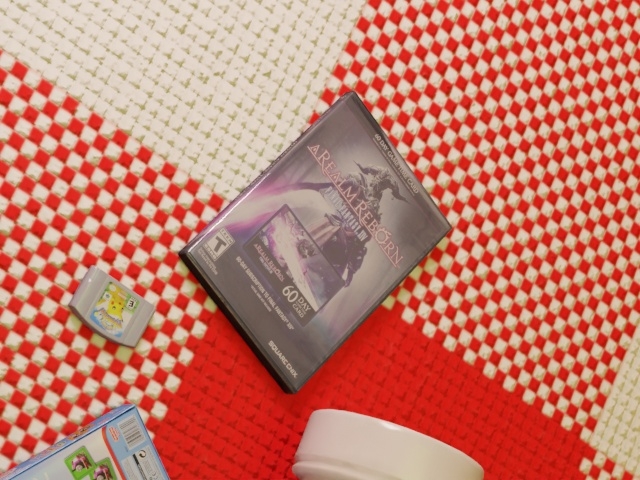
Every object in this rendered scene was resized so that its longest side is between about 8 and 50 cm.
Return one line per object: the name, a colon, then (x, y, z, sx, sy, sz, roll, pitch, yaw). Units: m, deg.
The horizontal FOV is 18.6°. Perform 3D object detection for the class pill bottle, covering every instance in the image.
pill bottle: (0.016, 0.383, 1.939, 0.224, 0.224, 0.392, 27, 74, -27)

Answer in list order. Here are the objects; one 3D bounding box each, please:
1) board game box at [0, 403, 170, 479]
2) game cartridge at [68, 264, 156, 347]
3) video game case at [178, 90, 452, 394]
board game box: (-0.239, 0.279, 1.900, 0.211, 0.039, 0.160, -29, 102, -30)
game cartridge: (-0.208, 0.069, 1.947, 0.083, 0.017, 0.056, 36, 73, -24)
video game case: (0.000, 0.000, 2.074, 0.274, 0.026, 0.196, -45, 109, -25)
